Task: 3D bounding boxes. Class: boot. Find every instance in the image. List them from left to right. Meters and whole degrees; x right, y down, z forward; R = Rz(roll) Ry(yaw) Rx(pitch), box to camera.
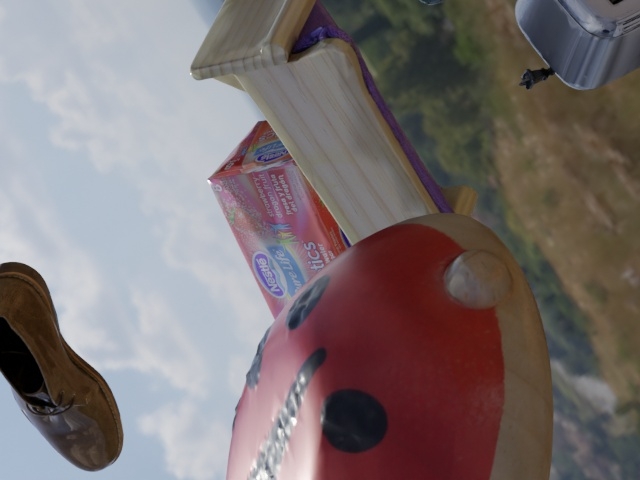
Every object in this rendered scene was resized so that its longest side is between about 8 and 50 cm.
[{"bbox_3d":[-0.322,0.178,1.688,0.115,0.112,0.305,-100,-11,-57],"label":"boot"}]

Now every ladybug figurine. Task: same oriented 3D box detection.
[{"bbox_3d":[0.033,0.165,1.076,0.449,0.162,0.305,107,151,-41],"label":"ladybug figurine"}]

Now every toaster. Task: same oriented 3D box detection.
[{"bbox_3d":[0.263,-0.230,1.253,0.129,0.227,0.146,55,173,13],"label":"toaster"}]

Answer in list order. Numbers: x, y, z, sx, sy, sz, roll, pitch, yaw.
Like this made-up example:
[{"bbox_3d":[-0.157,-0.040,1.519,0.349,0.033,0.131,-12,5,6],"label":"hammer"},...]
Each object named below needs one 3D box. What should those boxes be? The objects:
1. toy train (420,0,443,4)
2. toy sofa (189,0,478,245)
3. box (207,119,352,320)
[{"bbox_3d":[0.169,-0.449,2.132,0.190,0.142,0.334,54,-161,-1],"label":"toy train"},{"bbox_3d":[0.046,-0.110,1.460,0.362,0.177,0.150,54,-137,-35],"label":"toy sofa"},{"bbox_3d":[0.000,0.000,1.838,0.154,0.142,0.300,-55,-52,-46],"label":"box"}]
